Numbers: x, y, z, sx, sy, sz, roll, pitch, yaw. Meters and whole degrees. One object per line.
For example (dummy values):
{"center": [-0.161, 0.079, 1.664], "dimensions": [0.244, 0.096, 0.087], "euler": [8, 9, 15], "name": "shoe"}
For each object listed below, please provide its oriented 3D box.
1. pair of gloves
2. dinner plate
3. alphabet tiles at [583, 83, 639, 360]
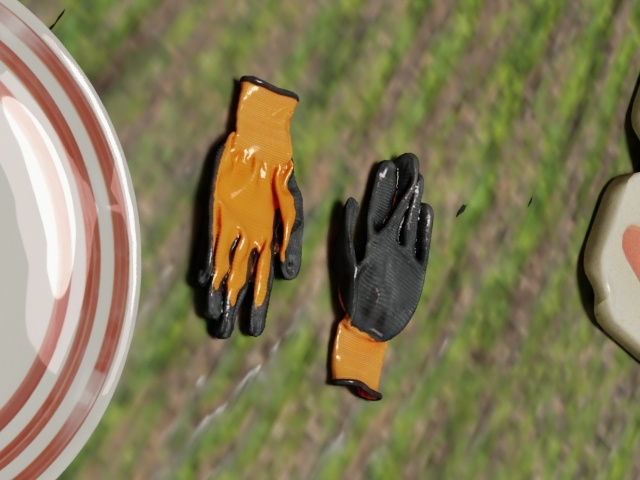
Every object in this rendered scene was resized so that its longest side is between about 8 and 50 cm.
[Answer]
{"center": [0.000, 0.000, 0.537], "dimensions": [0.083, 0.010, 0.074], "euler": [26, 68, -38], "name": "pair of gloves"}
{"center": [-0.102, 0.002, 0.441], "dimensions": [0.141, 0.017, 0.141], "euler": [7, 80, -42], "name": "dinner plate"}
{"center": [0.206, 0.018, 0.713], "dimensions": [0.278, 0.021, 0.284], "euler": [38, 62, -32], "name": "alphabet tiles"}
